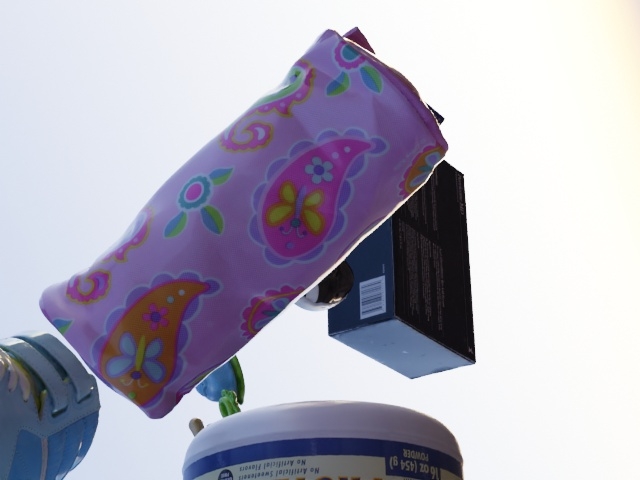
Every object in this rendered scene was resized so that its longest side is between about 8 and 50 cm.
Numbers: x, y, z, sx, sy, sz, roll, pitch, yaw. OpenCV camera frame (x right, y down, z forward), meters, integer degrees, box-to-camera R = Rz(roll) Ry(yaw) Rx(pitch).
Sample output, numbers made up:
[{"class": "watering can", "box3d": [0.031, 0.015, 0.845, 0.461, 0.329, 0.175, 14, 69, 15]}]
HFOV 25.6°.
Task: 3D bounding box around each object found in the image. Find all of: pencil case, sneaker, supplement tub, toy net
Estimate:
[{"class": "pencil case", "box3d": [-0.047, -0.014, 0.923, 0.124, 0.284, 0.124, 46, -179, -1]}, {"class": "sneaker", "box3d": [0.000, 0.000, 1.362, 0.217, 0.121, 0.079, 25, -139, -52]}, {"class": "sneaker", "box3d": [-0.263, 0.097, 1.058, 0.208, 0.127, 0.319, -44, -32, -43]}, {"class": "supplement tub", "box3d": [0.006, 0.311, 1.115, 0.235, 0.236, 0.324, 46, -142, -59]}, {"class": "toy net", "box3d": [-0.103, 0.230, 1.549, 0.122, 0.045, 0.232, 43, 140, 46]}]

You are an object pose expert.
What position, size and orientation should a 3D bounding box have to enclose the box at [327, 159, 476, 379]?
[{"class": "box", "box3d": [0.095, 0.012, 1.685, 0.184, 0.103, 0.261, 30, -129, -45]}]
